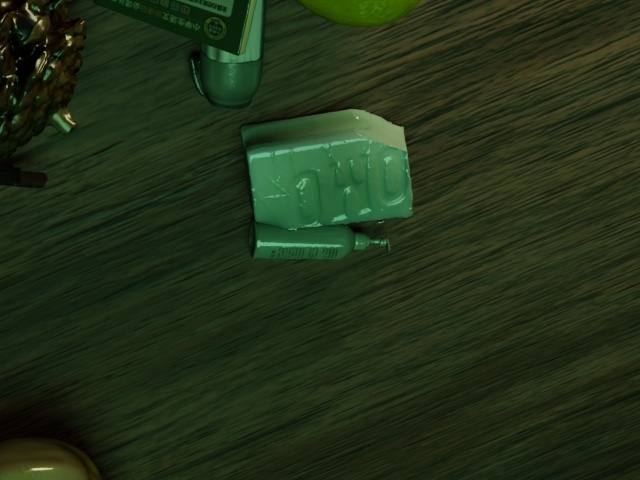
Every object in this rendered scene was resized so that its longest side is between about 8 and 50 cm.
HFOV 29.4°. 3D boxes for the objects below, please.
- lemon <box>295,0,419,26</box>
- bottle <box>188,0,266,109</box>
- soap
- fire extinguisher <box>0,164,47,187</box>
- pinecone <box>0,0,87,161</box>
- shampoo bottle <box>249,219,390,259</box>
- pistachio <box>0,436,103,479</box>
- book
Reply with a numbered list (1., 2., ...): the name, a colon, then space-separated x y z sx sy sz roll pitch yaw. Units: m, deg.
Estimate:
1. lemon: 0.035 -0.340 1.441 0.207 0.170 0.170 16 115 -19
2. bottle: -0.112 -0.286 1.489 0.096 0.079 0.254 11 120 11
3. soap: 0.017 -0.091 1.627 0.230 0.091 0.145 -9 122 -7
4. fire extinguisher: -0.485 -0.087 1.436 0.337 0.147 0.106 2 96 -48
5. pinecone: -0.389 -0.202 1.375 0.257 0.243 0.243 19 114 -28
6. shampoo bottle: 0.000 0.000 1.697 0.195 0.056 0.056 1 120 -15
7. pistachio: -0.456 0.455 1.748 0.365 0.281 0.445 14 130 -30
8. book: -0.152 -0.366 1.401 0.202 0.027 0.264 21 118 12
